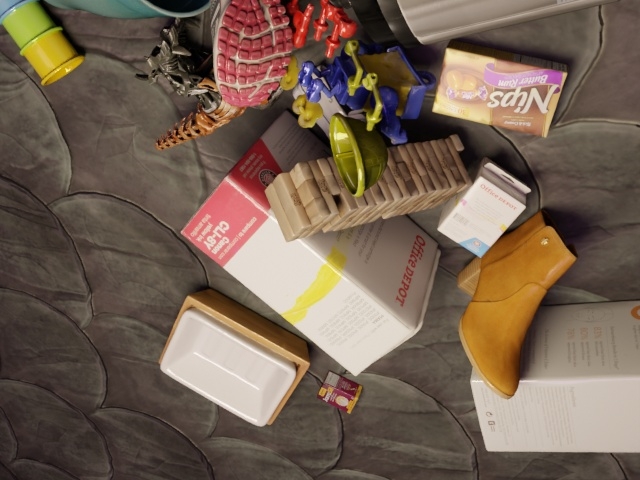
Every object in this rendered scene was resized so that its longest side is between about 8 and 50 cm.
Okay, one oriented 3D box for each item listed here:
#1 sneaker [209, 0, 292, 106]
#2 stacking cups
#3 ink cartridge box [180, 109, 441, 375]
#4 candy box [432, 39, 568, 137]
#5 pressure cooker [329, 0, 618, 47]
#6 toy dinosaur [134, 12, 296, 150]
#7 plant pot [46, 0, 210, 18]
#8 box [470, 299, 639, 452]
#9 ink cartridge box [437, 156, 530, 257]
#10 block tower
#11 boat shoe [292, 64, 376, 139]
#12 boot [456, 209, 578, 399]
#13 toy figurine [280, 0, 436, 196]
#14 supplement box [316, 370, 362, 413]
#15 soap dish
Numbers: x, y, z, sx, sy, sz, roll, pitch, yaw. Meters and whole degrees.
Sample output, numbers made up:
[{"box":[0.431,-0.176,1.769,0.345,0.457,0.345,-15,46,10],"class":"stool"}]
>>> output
[{"box":[-0.111,-0.352,1.038,0.121,0.112,0.299,0,98,-28],"class":"sneaker"},{"box":[-0.561,-0.433,1.229,0.096,0.096,0.316,-26,109,29],"class":"stacking cups"},{"box":[0.000,0.000,1.189,0.385,0.279,0.160,40,124,-7],"class":"ink cartridge box"},{"box":[0.281,-0.240,1.090,0.187,0.053,0.109,16,123,10],"class":"candy box"},{"box":[0.160,-0.431,0.823,0.420,0.375,0.370,-8,119,22],"class":"pressure cooker"},{"box":[-0.183,-0.272,1.169,0.218,0.164,0.322,35,96,-25],"class":"toy dinosaur"},{"box":[-0.320,-0.461,1.050,0.255,0.271,0.271,2,121,35],"class":"plant pot"},{"box":[0.459,0.237,1.217,0.345,0.215,0.168,-6,118,22],"class":"box"},{"box":[0.281,-0.063,1.172,0.092,0.090,0.143,34,123,-3],"class":"ink cartridge box"},{"box":[0.089,-0.085,1.075,0.091,0.335,0.097,-40,70,55],"class":"block tower"},{"box":[0.052,-0.199,1.171,0.226,0.083,0.076,42,124,-8],"class":"boat shoe"},{"box":[0.331,0.091,1.129,0.104,0.295,0.211,30,126,-26],"class":"boot"},{"box":[0.093,-0.237,1.007,0.217,0.362,0.191,-4,138,-24],"class":"toy figurine"},{"box":[0.042,0.333,1.516,0.083,0.043,0.055,24,126,4],"class":"supplement box"},{"box":[-0.185,0.251,1.499,0.291,0.118,0.229,29,125,0],"class":"soap dish"}]
